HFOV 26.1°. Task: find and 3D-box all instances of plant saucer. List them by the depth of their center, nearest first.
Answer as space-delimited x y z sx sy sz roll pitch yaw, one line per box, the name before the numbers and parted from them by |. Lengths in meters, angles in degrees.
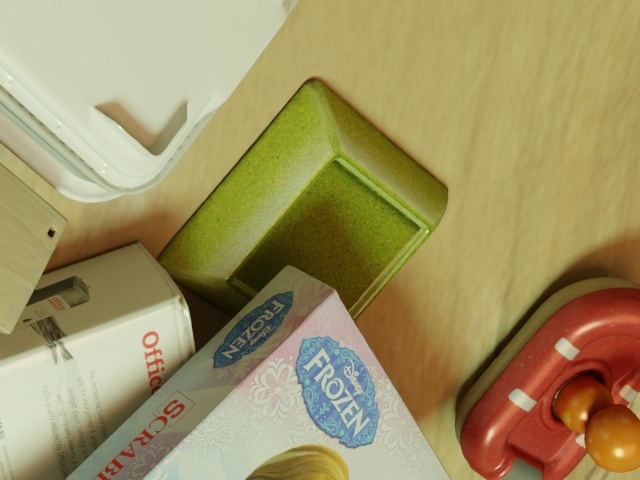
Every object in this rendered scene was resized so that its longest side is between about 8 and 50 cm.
plant saucer | 0.000 0.000 1.066 0.188 0.045 0.188 -49 131 6

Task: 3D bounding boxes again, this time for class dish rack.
dish rack | -0.127 -0.198 0.796 0.285 0.072 0.333 -55 134 -12

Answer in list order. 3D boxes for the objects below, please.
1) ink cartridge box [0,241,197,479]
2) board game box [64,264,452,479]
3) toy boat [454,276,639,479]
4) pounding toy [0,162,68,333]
ink cartridge box | -0.200 0.114 0.988 0.217 0.092 0.159 -18 127 -19
board game box | -0.048 0.238 1.023 0.318 0.066 0.319 -45 128 -17
toy boat | 0.243 0.149 1.242 0.151 0.151 0.231 32 100 -41
pounding toy | -0.286 -0.044 0.813 0.206 0.181 0.094 47 61 -49
